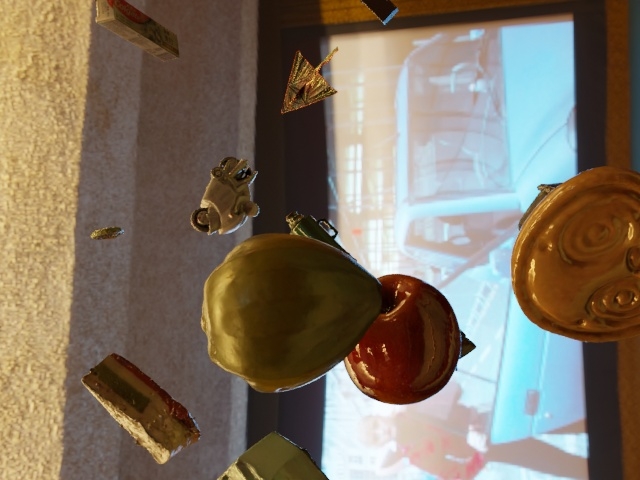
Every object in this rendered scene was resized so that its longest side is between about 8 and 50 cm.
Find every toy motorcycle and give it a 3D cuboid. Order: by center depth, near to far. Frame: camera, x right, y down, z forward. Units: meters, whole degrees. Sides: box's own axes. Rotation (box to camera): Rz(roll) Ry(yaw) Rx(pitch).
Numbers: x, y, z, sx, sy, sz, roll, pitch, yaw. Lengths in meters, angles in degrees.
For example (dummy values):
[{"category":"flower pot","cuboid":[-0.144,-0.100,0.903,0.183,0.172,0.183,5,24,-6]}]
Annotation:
[{"category":"toy motorcycle","cuboid":[-0.254,-0.115,1.884,0.260,0.170,0.110,-68,8,-28]}]

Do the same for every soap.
[{"category":"soap","cuboid":[-0.025,0.355,0.796,0.230,0.145,0.091,48,-146,14]}]

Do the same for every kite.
[{"category":"kite","cuboid":[-0.022,-0.297,1.221,0.010,0.159,0.190,30,-163,-43]}]

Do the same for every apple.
[{"category":"apple","cuboid":[0.140,0.175,1.177,0.218,0.218,0.201,-73,-30,-51]}]

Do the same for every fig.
[{"category":"fig","cuboid":[-0.040,0.101,0.980,0.239,0.270,0.240,170,90,-88]}]

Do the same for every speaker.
[{"category":"speaker","cuboid":[0.086,-0.555,1.440,0.191,0.046,0.040,46,-166,2]}]

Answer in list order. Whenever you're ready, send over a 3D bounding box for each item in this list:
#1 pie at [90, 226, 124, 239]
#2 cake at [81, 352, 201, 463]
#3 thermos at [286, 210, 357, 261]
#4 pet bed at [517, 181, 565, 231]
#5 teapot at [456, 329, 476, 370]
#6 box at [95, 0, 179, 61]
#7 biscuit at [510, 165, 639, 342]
[{"category":"pie","cuboid":[-0.534,-0.017,1.661,0.085,0.085,0.017,19,-123,-74]},{"category":"cake","cuboid":[-0.304,0.286,1.148,0.220,0.116,0.086,51,-131,-2]},{"category":"thermos","cuboid":[-0.003,0.002,1.494,0.083,0.188,0.073,-50,-21,13]},{"category":"pet bed","cuboid":[0.509,-0.040,1.281,0.159,0.183,0.211,-62,0,9]},{"category":"teapot","cuboid":[0.239,0.203,1.371,0.087,0.096,0.177,43,-178,-41]},{"category":"box","cuboid":[-0.347,-0.406,1.272,0.218,0.039,0.055,14,-112,-70]},{"category":"biscuit","cuboid":[0.332,0.004,0.657,0.044,0.288,0.202,-83,-32,-60]}]
